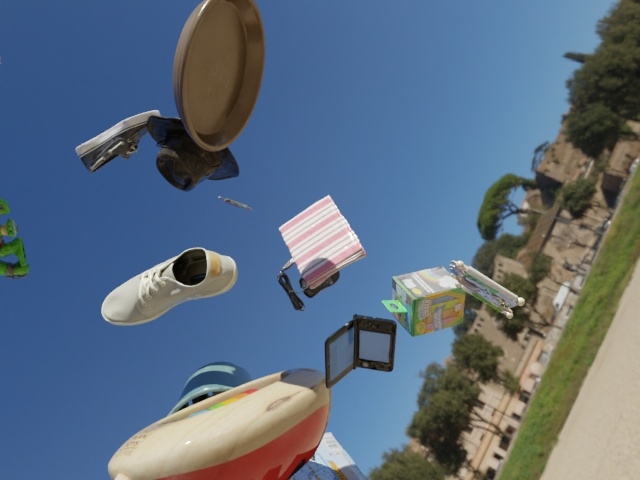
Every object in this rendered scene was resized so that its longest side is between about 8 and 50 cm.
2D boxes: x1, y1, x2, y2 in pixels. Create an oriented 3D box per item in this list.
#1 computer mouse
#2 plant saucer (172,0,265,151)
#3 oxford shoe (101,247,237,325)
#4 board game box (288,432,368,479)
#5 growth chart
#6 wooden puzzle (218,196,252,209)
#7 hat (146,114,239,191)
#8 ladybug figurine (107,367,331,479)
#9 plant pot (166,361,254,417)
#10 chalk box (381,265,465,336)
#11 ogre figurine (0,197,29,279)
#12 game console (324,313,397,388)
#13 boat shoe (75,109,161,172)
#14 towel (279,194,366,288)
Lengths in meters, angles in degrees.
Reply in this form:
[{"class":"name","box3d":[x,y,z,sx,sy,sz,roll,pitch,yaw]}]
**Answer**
[{"class":"computer mouse","box3d":[-0.055,0.138,2.027,0.262,0.184,0.060,-38,7,-33]},{"class":"plant saucer","box3d":[-0.176,-0.297,0.919,0.278,0.041,0.278,17,-90,-75]},{"class":"oxford shoe","box3d":[-0.461,0.128,1.522,0.130,0.448,0.169,47,-151,-57]},{"class":"board game box","box3d":[-0.042,0.530,1.074,0.317,0.318,0.066,7,-76,-30]},{"class":"growth chart","box3d":[0.350,0.104,1.121,0.021,0.171,0.237,-57,-18,-6]},{"class":"wooden puzzle","box3d":[-0.193,-0.083,1.188,0.049,0.083,0.006,-177,106,-73]},{"class":"hat","box3d":[-0.402,-0.228,1.578,0.134,0.331,0.331,-69,-25,-20]},{"class":"ladybug figurine","box3d":[-0.148,0.354,0.911,0.449,0.305,0.162,-10,-101,-49]},{"class":"plant pot","box3d":[-0.313,0.555,1.624,0.341,0.340,0.334,-66,13,2]},{"class":"chalk box","box3d":[0.281,0.175,1.474,0.212,0.132,0.132,-12,-62,-15]},{"class":"ogre figurine","box3d":[-0.697,0.007,1.099,0.118,0.097,0.197,-10,-28,-19]},{"class":"game console","box3d":[0.067,0.189,0.859,0.071,0.107,0.122,-69,-18,-51]},{"class":"boat shoe","box3d":[-0.618,-0.305,1.638,0.301,0.102,0.108,-26,8,6]},{"class":"towel","box3d":[0.000,0.000,1.151,0.144,0.197,0.029,-32,-40,2]}]
